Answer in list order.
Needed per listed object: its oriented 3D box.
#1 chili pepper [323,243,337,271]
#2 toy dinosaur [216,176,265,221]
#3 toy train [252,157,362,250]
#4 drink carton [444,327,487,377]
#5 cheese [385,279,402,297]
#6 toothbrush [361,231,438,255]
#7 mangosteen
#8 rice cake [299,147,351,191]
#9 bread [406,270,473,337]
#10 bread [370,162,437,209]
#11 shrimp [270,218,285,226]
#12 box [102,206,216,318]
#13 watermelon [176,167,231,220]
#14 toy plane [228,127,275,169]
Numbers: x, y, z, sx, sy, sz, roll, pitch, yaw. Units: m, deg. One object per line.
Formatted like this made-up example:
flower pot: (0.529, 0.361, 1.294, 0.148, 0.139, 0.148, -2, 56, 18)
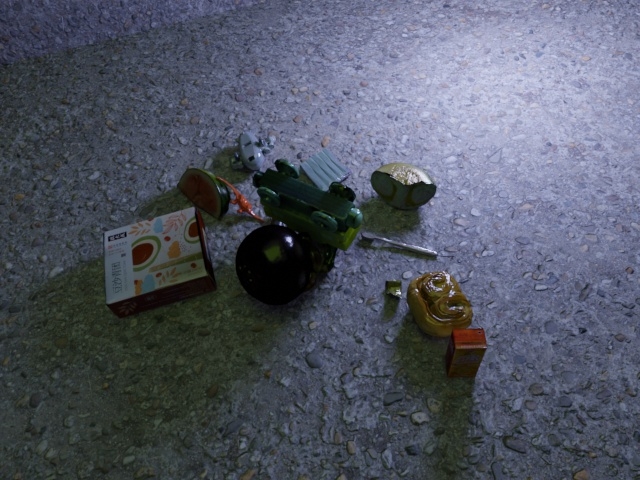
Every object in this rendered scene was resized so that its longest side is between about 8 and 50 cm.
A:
chili pepper: (0.001, 0.000, 1.928, 0.122, 0.065, 0.278, -25, 58, -11)
toy dinosaur: (-0.342, -0.168, 2.051, 0.055, 0.101, 0.279, -41, 93, 16)
toy train: (-0.043, -0.123, 1.810, 0.442, 0.272, 0.179, 25, 69, 18)
drink carton: (0.449, 0.353, 1.527, 0.096, 0.223, 0.071, -2, 53, 4)
cheese: (0.268, 0.185, 1.780, 0.060, 0.041, 0.084, 2, 39, -1)
toothbrush: (0.305, 0.018, 1.906, 0.307, 0.029, 0.025, 15, 59, 14)
mangosteen: (-0.151, 0.071, 1.756, 0.297, 0.297, 0.313, 34, 67, 26)
rice cake: (0.020, -0.309, 2.161, 0.189, 0.037, 0.198, -37, 59, -18)
bread: (0.405, 0.223, 1.689, 0.198, 0.120, 0.236, -16, 54, -7)
bread: (0.351, -0.229, 2.007, 0.261, 0.158, 0.156, 32, 54, 26)
shrimp: (-0.127, -0.031, 1.977, 0.169, 0.058, 0.296, 3, 57, -2)
box: (-0.629, 0.078, 1.911, 0.385, 0.122, 0.344, -16, 55, -5)
watermelon: (-0.483, -0.232, 2.146, 0.303, 0.159, 0.128, 34, 27, 25)
toy plane: (-0.313, -0.412, 2.232, 0.245, 0.117, 0.244, -10, 61, 18)
